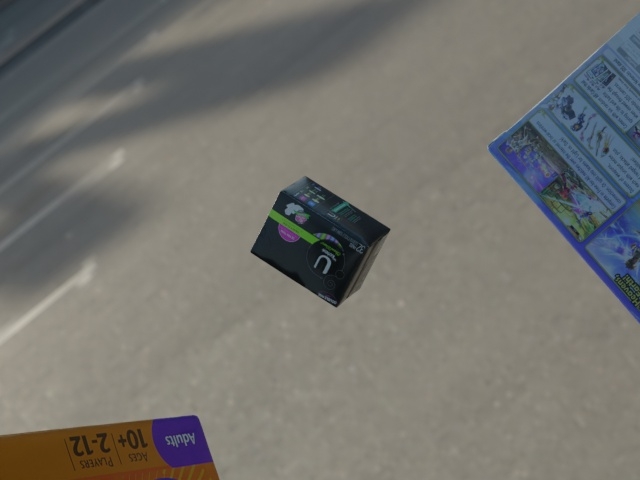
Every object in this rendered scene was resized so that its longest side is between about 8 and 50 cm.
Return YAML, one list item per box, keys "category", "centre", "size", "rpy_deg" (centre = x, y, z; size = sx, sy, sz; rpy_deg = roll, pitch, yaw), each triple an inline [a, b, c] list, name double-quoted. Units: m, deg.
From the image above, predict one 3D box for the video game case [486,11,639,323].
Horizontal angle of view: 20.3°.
- category: "video game case"
  centre: [0.319, -0.067, 1.561]
  size: [0.244, 0.061, 0.269]
  rpy_deg: [-41, 57, 7]

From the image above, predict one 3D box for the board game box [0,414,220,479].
- category: "board game box"
  centre: [-0.282, 0.380, 1.481]
  size: [0.356, 0.356, 0.356]
  rpy_deg: [-26, -15, 29]

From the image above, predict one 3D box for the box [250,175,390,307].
- category: "box"
  centre: [0.000, 0.000, 1.392]
  size: [0.062, 0.083, 0.052]
  rpy_deg: [-63, -12, 25]
